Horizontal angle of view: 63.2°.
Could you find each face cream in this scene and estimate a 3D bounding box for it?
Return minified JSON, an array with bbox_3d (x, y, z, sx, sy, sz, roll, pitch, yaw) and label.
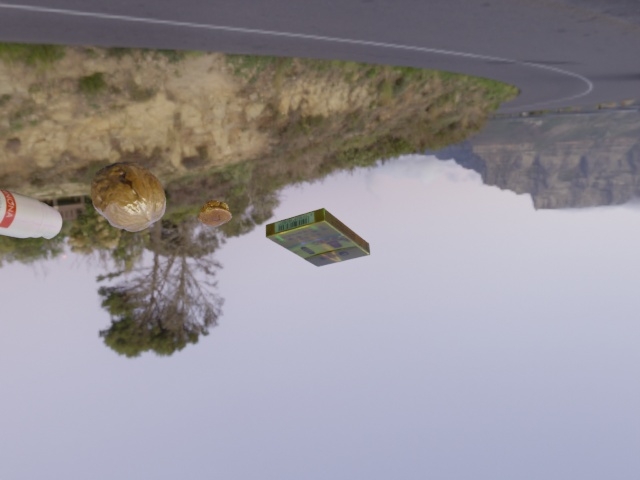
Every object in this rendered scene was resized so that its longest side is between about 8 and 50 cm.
[{"bbox_3d":[-0.708,-0.065,1.131,0.102,0.101,0.345,1,174,16],"label":"face cream"}]

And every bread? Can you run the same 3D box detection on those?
[{"bbox_3d":[-0.263,-0.067,1.292,0.083,0.046,0.081,-12,155,11],"label":"bread"}]

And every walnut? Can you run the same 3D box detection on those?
[{"bbox_3d":[-0.443,-0.099,1.211,0.155,0.155,0.184,-15,-136,-44],"label":"walnut"}]

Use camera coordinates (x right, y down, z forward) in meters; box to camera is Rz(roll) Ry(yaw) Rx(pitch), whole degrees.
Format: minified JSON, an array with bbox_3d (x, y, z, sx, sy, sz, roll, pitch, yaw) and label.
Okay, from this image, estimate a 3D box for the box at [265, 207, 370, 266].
[{"bbox_3d":[0.000,0.000,0.978,0.121,0.030,0.193,-14,154,25],"label":"box"}]
